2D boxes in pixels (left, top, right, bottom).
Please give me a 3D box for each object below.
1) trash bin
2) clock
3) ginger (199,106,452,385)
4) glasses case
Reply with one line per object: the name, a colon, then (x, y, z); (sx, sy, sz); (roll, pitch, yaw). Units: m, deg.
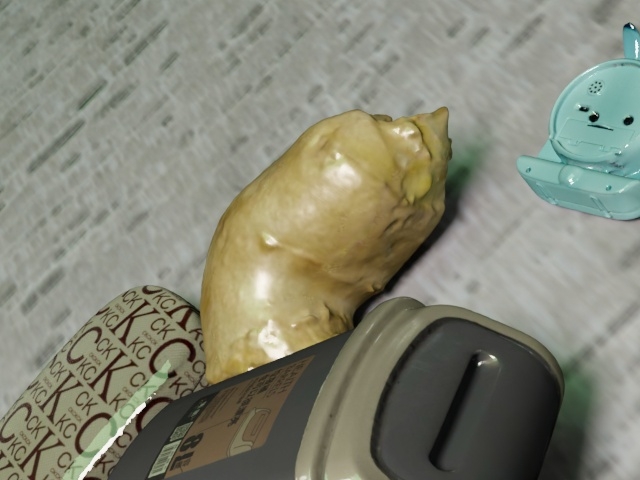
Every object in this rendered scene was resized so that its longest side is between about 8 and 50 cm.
trash bin: (0.007, 0.163, 0.968); (0.290, 0.182, 0.209); (-21, 25, 35)
clock: (0.215, -0.088, 1.101); (0.108, 0.045, 0.147); (17, 71, 44)
ginger: (0.000, 0.000, 1.149); (0.152, 0.138, 0.267); (35, 97, 34)
glasses case: (-0.212, 0.190, 1.212); (0.355, 0.085, 0.137); (-52, 41, -4)
